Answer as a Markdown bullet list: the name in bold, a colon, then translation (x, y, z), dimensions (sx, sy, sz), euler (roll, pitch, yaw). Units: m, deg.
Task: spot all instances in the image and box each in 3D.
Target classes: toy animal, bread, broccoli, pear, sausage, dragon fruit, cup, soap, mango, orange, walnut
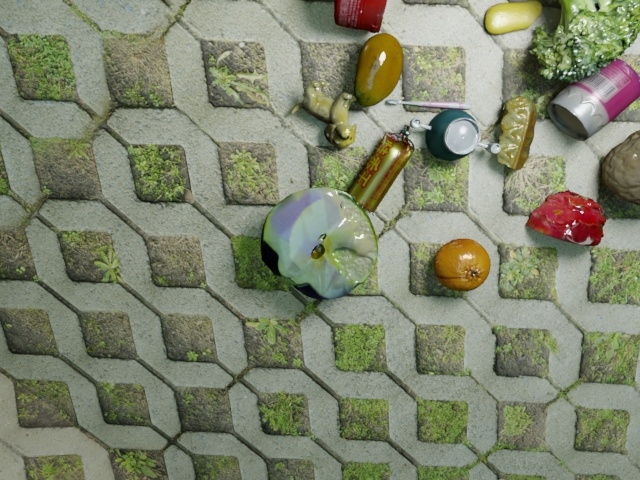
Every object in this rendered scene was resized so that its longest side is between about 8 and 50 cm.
- **toy animal**: translation (0.037, -0.418, 1.347), dimensions (0.233, 0.121, 0.169), euler (35, 115, -4)
- **bread**: translation (0.645, -0.348, 1.344), dimensions (0.128, 0.088, 0.232), euler (-5, 105, -25)
- **broccoli**: translation (0.769, -0.639, 1.178), dimensions (0.338, 0.277, 0.318), euler (-16, 111, 0)
- **pear**: translation (0.003, -0.003, 1.433), dimensions (0.398, 0.165, 0.399), euler (1, 106, 2)
- **sausage**: translation (0.211, -0.240, 1.381), dimensions (0.125, 0.117, 0.317), euler (41, 106, 28)
- **dragon fruit**: translation (0.872, -0.061, 1.407), dimensions (0.261, 0.189, 0.163), euler (12, 136, -5)
- **cup**: translation (0.433, -0.337, 1.322), dimensions (0.299, 0.173, 0.168), euler (16, 104, -2)
- **soap**: translation (0.601, -0.696, 1.287), dimensions (0.168, 0.033, 0.089), euler (-3, 108, 3)
- **mango**: translation (0.182, -0.530, 1.297), dimensions (0.151, 0.120, 0.221), euler (3, 108, -29)
- **orange**: translation (0.496, 0.088, 1.445), dimensions (0.193, 0.161, 0.194), euler (1, 102, 5)
- **walnut**: translation (1.040, -0.233, 1.303), dimensions (0.248, 0.248, 0.249), euler (1, 106, 2)

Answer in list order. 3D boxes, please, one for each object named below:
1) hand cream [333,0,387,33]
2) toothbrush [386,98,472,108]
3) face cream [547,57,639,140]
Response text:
- **hand cream**: translation (0.125, -0.733, 1.198), dimensions (0.149, 0.230, 0.230), euler (9, 106, 3)
- **toothbrush**: translation (0.361, -0.453, 1.368), dimensions (0.286, 0.025, 0.020), euler (3, 106, 1)
- **face cream**: translation (0.842, -0.436, 1.278), dimensions (0.195, 0.175, 0.175), euler (-42, 100, 12)
